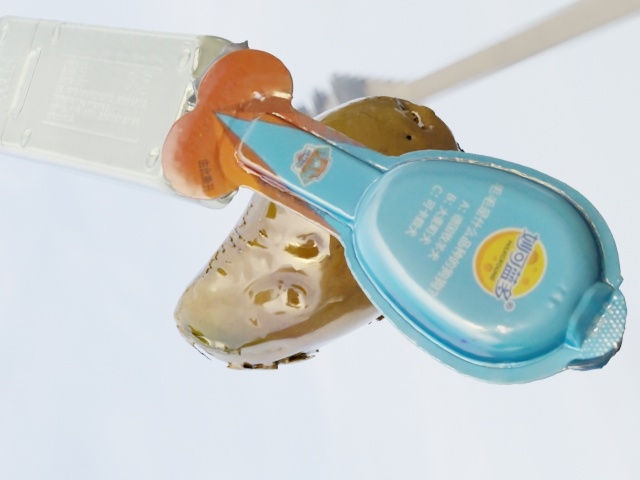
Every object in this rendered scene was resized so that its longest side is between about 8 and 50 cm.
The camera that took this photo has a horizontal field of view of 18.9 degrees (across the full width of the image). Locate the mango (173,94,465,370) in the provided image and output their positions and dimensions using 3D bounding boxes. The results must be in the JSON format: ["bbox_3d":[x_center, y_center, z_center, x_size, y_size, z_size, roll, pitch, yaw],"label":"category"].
[{"bbox_3d":[0.000,0.000,1.405,0.156,0.248,0.151,48,-168,-25],"label":"mango"}]

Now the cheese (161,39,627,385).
[{"bbox_3d":[0.036,-0.013,0.929,0.256,0.106,0.037,29,168,19],"label":"cheese"}]

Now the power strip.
[{"bbox_3d":[-0.143,-0.089,1.232,0.058,0.338,0.098,19,-92,-36],"label":"power strip"}]
